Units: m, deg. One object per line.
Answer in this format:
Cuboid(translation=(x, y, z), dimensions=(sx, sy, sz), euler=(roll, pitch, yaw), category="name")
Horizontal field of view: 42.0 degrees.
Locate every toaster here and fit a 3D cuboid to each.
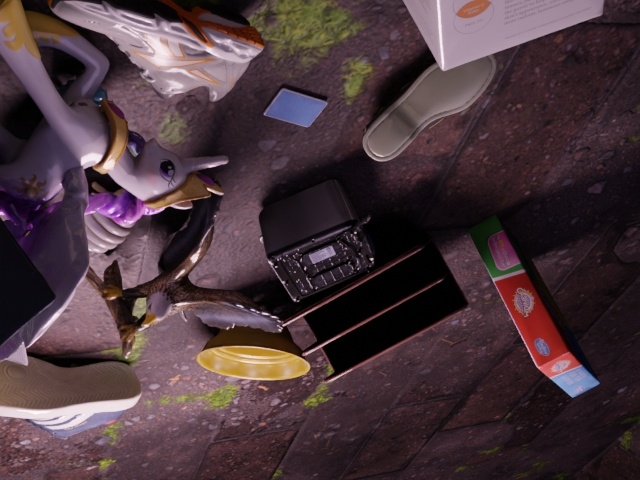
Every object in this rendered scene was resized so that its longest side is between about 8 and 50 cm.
Cuboid(translation=(0.000, 0.000, 1.401), dimensions=(0.185, 0.110, 0.168), euler=(-23, 148, 3), category="toaster")

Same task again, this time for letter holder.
Cuboid(translation=(0.099, 0.134, 1.533), dimensions=(0.301, 0.152, 0.214), euler=(-30, 176, 13), category="letter holder")

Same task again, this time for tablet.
Cuboid(translation=(-0.036, -0.191, 1.204), dimensions=(0.083, 0.006, 0.054), euler=(10, 136, -37), category="tablet")

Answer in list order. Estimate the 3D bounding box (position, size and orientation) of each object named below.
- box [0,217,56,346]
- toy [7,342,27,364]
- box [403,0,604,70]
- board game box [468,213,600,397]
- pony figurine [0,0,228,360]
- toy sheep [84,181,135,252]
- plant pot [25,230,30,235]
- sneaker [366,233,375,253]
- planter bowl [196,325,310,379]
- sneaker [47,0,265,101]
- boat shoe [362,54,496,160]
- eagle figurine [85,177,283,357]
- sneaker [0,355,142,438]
Cuboid(translation=(-0.526, 0.035, 0.846), dimensions=(0.395, 0.212, 0.294), euler=(-17, 112, 35), category="box")
Cuboid(translation=(-0.518, 0.083, 1.192), dimensions=(0.237, 0.056, 0.137), euler=(13, 128, 11), category="toy")
Cuboid(translation=(0.192, -0.389, 0.903), dimensions=(0.215, 0.168, 0.345), euler=(-19, 147, -2), category="box")
Cuboid(translation=(0.416, 0.130, 1.627), dimensions=(0.064, 0.317, 0.242), euler=(-32, 146, 16), category="board game box")
Cuboid(translation=(-0.335, -0.080, 1.003), dimensions=(0.351, 0.303, 0.363), euler=(-38, 129, 10), category="pony figurine")
Cuboid(translation=(-0.320, -0.027, 1.213), dimensions=(0.132, 0.091, 0.091), euler=(-40, 143, 17), category="toy sheep")
Cuboid(translation=(-0.403, 0.019, 1.226), dimensions=(0.083, 0.083, 0.079), euler=(-13, 150, -12), category="plant pot")
Cuboid(translation=(0.027, 0.036, 1.513), dimensions=(0.162, 0.063, 0.073), euler=(-31, 142, 15), category="sneaker")
Cuboid(translation=(-0.125, 0.196, 1.604), dimensions=(0.217, 0.090, 0.217), euler=(3, 154, 1), category="planter bowl")
Cuboid(translation=(-0.195, -0.224, 0.974), dimensions=(0.262, 0.099, 0.121), euler=(9, 126, -37), category="sneaker")
Cuboid(translation=(0.156, -0.208, 1.234), dimensions=(0.227, 0.069, 0.081), euler=(-36, 104, 15), category="boat shoe")
Cuboid(translation=(-0.205, 0.068, 1.280), dimensions=(0.298, 0.225, 0.226), euler=(-25, 136, 19), category="eagle figurine")
Cuboid(translation=(-0.508, 0.302, 1.531), dimensions=(0.350, 0.131, 0.148), euler=(13, 129, -41), category="sneaker")
